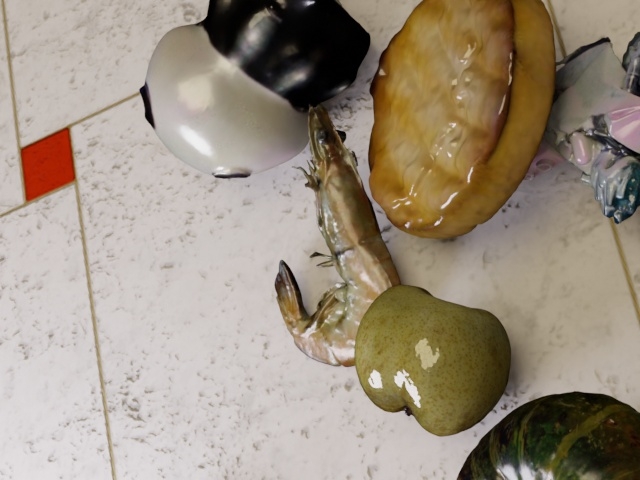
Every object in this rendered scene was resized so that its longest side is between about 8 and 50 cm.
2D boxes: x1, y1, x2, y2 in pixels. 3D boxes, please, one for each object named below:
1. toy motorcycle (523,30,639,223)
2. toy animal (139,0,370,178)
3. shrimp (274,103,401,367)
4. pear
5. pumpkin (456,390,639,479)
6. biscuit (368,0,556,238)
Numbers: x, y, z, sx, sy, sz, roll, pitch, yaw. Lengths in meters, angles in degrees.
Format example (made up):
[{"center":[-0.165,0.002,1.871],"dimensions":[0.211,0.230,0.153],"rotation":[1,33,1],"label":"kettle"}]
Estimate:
[{"center":[0.280,-0.101,1.629],"dimensions":[0.239,0.108,0.204],"rotation":[132,145,-57],"label":"toy motorcycle"},{"center":[-0.078,-0.199,1.845],"dimensions":[0.266,0.212,0.212],"rotation":[-48,56,11],"label":"toy animal"},{"center":[0.000,0.000,1.784],"dimensions":[0.169,0.058,0.296],"rotation":[-23,78,32],"label":"shrimp"},{"center":[0.114,0.124,1.634],"dimensions":[0.167,0.167,0.136],"rotation":[19,90,34],"label":"pear"},{"center":[0.251,0.268,1.500],"dimensions":[0.260,0.189,0.260],"rotation":[2,94,44],"label":"pumpkin"},{"center":[0.153,-0.145,1.692],"dimensions":[0.296,0.102,0.296],"rotation":[-41,42,51],"label":"biscuit"}]
